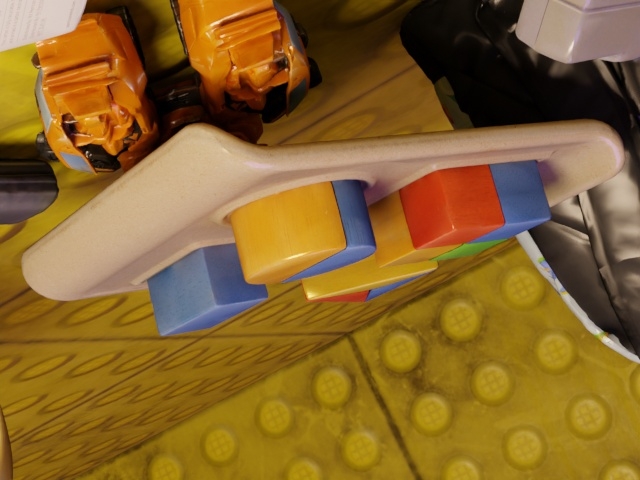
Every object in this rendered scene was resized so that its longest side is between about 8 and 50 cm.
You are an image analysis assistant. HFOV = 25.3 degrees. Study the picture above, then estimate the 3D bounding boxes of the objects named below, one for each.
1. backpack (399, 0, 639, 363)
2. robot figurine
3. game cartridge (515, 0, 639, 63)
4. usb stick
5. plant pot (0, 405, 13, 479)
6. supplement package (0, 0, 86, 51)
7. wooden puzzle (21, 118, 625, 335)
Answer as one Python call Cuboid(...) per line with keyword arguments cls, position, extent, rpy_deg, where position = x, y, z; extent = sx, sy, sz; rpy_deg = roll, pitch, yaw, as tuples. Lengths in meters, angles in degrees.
Cuboid(cls="backpack", position=(0.271, -0.074, 1.164), extent=(0.290, 0.355, 0.273), rpy_deg=(-28, 169, 9))
Cuboid(cls="robot figurine", position=(-0.097, -0.091, 0.958), extent=(0.211, 0.085, 0.291), rpy_deg=(-17, 168, -3))
Cuboid(cls="game cartridge", position=(0.275, -0.237, 0.915), extent=(0.355, 0.068, 0.230), rpy_deg=(-15, 134, -42))
Cuboid(cls="usb stick", position=(-0.285, -0.029, 0.931), extent=(0.077, 0.045, 0.278), rpy_deg=(-11, 177, 32))
Cuboid(cls="plant pot", position=(-0.370, 0.140, 1.076), extent=(0.254, 0.254, 0.239), rpy_deg=(-22, 154, -19))
Cuboid(cls="supplement package", position=(-0.190, -0.127, 0.565), extent=(0.179, 0.105, 0.105), rpy_deg=(-20, 167, -24))
Cuboid(cls="wooden puzzle", position=(0.000, 0.000, 1.038), extent=(0.348, 0.080, 0.322), rpy_deg=(-2, 165, -34))
